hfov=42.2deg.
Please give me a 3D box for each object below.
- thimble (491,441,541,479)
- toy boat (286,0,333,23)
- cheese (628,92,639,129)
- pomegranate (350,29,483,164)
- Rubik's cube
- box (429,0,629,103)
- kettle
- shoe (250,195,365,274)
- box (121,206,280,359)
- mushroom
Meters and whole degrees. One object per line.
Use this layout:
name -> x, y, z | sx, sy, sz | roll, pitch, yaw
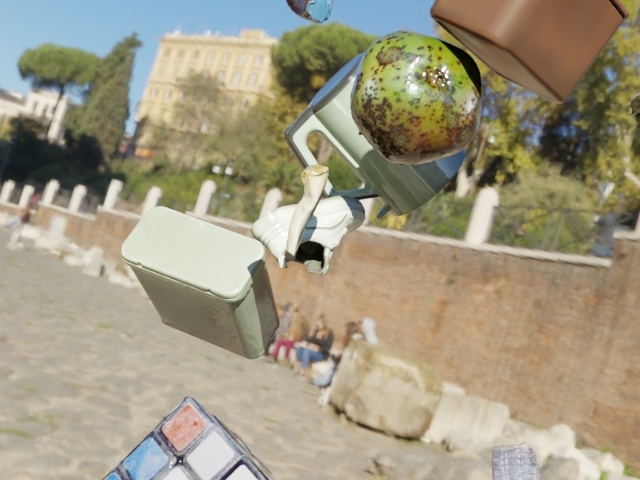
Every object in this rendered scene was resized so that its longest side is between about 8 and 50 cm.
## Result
thimble -> 0.465, 0.558, 1.964 | 0.097, 0.150, 0.150 | -11, -14, 20
toy boat -> -0.020, -0.570, 1.939 | 0.097, 0.100, 0.223 | 3, 29, -20
cheese -> 0.659, -0.264, 1.508 | 0.175, 0.091, 0.202 | -26, -5, -28
pomegranate -> 0.180, -0.276, 1.748 | 0.285, 0.285, 0.340 | 18, -17, -14
Rubik's cube -> -0.266, 0.639, 1.899 | 0.363, 0.362, 0.359 | 36, -13, 41
box -> 0.417, -0.458, 1.667 | 0.339, 0.229, 0.239 | 23, 12, -46
kettle -> 0.127, -0.242, 2.153 | 0.376, 0.361, 0.250 | 45, -2, -15
shoe -> 0.000, 0.000, 1.872 | 0.316, 0.159, 0.124 | -8, -27, -37
box -> -0.298, 0.120, 2.156 | 0.351, 0.177, 0.344 | 18, -33, 20
mushroom -> -0.036, -0.059, 1.678 | 0.054, 0.202, 0.059 | 20, 8, 7
